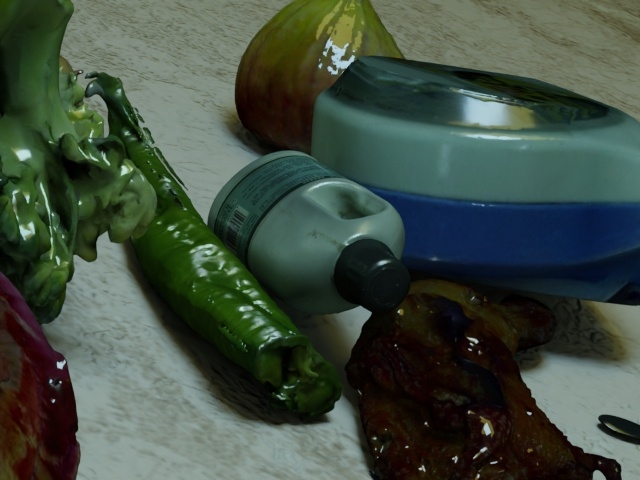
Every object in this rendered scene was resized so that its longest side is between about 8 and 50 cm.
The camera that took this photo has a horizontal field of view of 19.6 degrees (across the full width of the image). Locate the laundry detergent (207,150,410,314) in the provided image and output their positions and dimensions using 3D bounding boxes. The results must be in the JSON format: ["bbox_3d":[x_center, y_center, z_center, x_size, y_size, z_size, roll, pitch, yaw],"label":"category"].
[{"bbox_3d":[0.000,0.000,1.267,0.099,0.070,0.226,-31,24,-12],"label":"laundry detergent"}]

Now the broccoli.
[{"bbox_3d":[-0.221,-0.090,1.139,0.288,0.245,0.248,41,20,2],"label":"broccoli"}]

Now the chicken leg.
[{"bbox_3d":[0.108,0.095,1.207,0.177,0.083,0.322,21,21,-17],"label":"chicken leg"}]

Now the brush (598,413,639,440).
[{"bbox_3d":[0.232,0.137,1.282,0.083,0.008,0.024,18,20,-2],"label":"brush"}]

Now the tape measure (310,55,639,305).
[{"bbox_3d":[0.120,-0.056,1.428,0.262,0.138,0.259,7,10,-22],"label":"tape measure"}]

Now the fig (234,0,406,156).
[{"bbox_3d":[0.014,-0.173,1.612,0.160,0.230,0.143,11,-19,-4],"label":"fig"}]

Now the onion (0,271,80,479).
[{"bbox_3d":[-0.206,0.068,0.824,0.230,0.163,0.230,21,40,-19],"label":"onion"}]

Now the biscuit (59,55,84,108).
[{"bbox_3d":[-0.234,-0.128,1.475,0.118,0.061,0.183,55,6,-26],"label":"biscuit"}]

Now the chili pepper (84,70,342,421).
[{"bbox_3d":[-0.092,0.001,1.267,0.085,0.076,0.359,34,10,-42],"label":"chili pepper"}]
